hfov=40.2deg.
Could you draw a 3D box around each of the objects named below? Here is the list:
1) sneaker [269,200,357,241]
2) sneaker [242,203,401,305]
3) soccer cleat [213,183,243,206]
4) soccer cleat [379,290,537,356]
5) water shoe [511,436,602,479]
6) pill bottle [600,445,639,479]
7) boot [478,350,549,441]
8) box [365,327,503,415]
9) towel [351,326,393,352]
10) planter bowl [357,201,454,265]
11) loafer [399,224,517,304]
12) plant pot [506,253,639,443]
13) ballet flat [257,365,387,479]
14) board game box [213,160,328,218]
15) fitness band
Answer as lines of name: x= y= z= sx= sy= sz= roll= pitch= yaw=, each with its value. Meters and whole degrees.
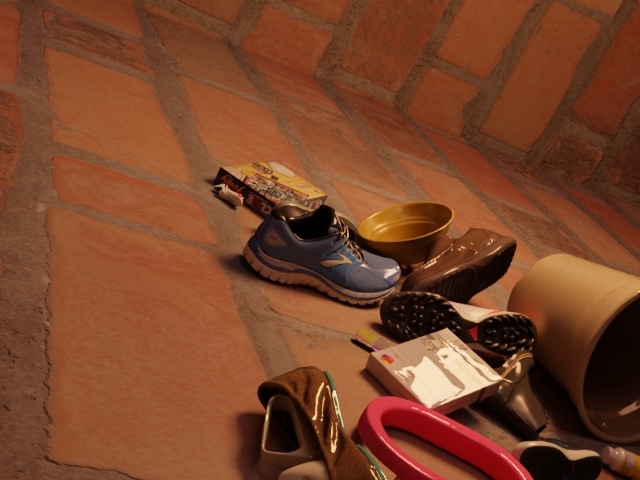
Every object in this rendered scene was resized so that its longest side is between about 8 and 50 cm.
sneaker: x=0.000 y=0.000 z=1.797 sx=0.222 sy=0.083 sz=0.118 roll=13 pitch=39 yaw=-39
sneaker: x=0.026 y=0.022 z=1.651 sx=0.330 sy=0.147 sz=0.129 roll=15 pitch=24 yaw=-32
soccer cleat: x=-0.193 y=-0.094 z=1.832 sx=0.036 sy=0.029 sz=0.083 roll=-5 pitch=33 yaw=-41
soccer cleat: x=0.253 y=0.166 z=1.682 sx=0.318 sy=0.108 sz=0.116 roll=10 pitch=-9 yaw=-15
water shoe: x=0.363 y=0.354 z=1.406 sx=0.203 sy=0.072 sz=0.080 roll=18 pitch=0 yaw=-34
pill bottle: x=0.536 y=0.392 z=1.538 sx=0.083 sy=0.043 sz=0.043 roll=25 pitch=20 yaw=-5
boot: x=0.368 y=0.283 z=1.571 sx=0.137 sy=0.076 sz=0.198 roll=41 pitch=37 yaw=22
box: x=0.192 y=0.223 z=1.465 sx=0.186 sy=0.038 sz=0.145 roll=-11 pitch=41 yaw=-39
towel: x=0.098 y=0.184 z=1.545 sx=0.083 sy=0.009 sz=0.060 roll=31 pitch=20 yaw=7
planter bowl: x=0.197 y=-0.004 z=1.952 sx=0.217 sy=0.090 sz=0.217 roll=-12 pitch=23 yaw=5
loafer: x=0.268 y=0.065 z=1.829 sx=0.130 sy=0.133 sz=0.366 roll=30 pitch=32 yaw=31
plant pot: x=0.544 y=0.179 z=1.736 sx=0.334 sy=0.333 sz=0.305 roll=15 pitch=12 yaw=-30
ballet flat: x=-0.008 y=0.272 z=1.083 sx=0.124 sy=0.116 sz=0.342 roll=-3 pitch=30 yaw=-17
board game box: x=-0.107 y=-0.115 z=1.966 sx=0.165 sy=0.042 sz=0.243 roll=34 pitch=21 yaw=18
fitness band: x=0.185 y=0.323 z=1.255 sx=0.291 sy=0.054 sz=0.209 roll=28 pitch=20 yaw=0
